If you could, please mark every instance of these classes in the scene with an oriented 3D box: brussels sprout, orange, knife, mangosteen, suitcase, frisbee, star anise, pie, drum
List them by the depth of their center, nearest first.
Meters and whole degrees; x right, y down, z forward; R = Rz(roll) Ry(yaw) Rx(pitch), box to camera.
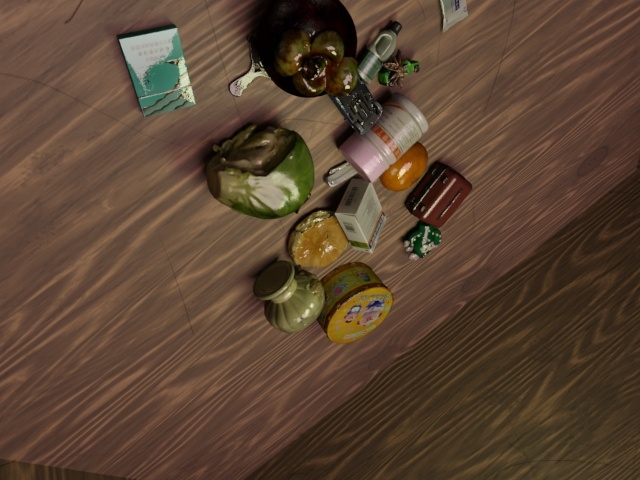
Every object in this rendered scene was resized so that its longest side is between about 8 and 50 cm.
[{"bbox_3d":[-0.029,-0.576,1.321,0.329,0.330,0.330,-20,137,-21],"label":"mangosteen"},{"bbox_3d":[-0.201,-0.569,1.428,0.210,0.012,0.188,-19,135,-22],"label":"frisbee"},{"bbox_3d":[-0.202,-0.217,1.550,0.371,0.276,0.315,-20,133,-20],"label":"brussels sprout"},{"bbox_3d":[0.280,-0.613,1.627,0.124,0.056,0.129,-47,125,-23],"label":"star anise"},{"bbox_3d":[0.134,-0.313,1.894,0.265,0.040,0.073,-30,122,-11],"label":"knife"},{"bbox_3d":[0.352,-0.330,1.934,0.240,0.171,0.240,-31,153,-18],"label":"orange"},{"bbox_3d":[0.000,0.000,2.051,0.339,0.083,0.340,-20,139,-19],"label":"pie"},{"bbox_3d":[0.593,-0.223,2.230,0.236,0.161,0.297,16,115,-46],"label":"suitcase"},{"bbox_3d":[0.163,0.336,2.386,0.430,0.214,0.431,-20,136,-20],"label":"drum"}]

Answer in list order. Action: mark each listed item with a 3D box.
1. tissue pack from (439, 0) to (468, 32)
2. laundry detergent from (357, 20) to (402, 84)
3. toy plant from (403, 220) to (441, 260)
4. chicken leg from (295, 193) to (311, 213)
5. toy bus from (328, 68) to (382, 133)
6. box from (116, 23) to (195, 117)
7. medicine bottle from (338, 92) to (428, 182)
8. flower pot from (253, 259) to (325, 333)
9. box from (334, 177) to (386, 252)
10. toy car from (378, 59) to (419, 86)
[{"bbox_3d":[0.487,-0.886,1.637,0.122,0.026,0.193,-36,140,-4],"label":"tissue pack"},{"bbox_3d":[0.210,-0.677,1.589,0.099,0.070,0.226,22,113,-45],"label":"laundry detergent"},{"bbox_3d":[0.568,0.004,2.459,0.232,0.112,0.243,-38,134,-4],"label":"toy plant"},{"bbox_3d":[-0.084,-0.195,1.836,0.093,0.053,0.205,-10,129,2],"label":"chicken leg"},{"bbox_3d":[0.102,-0.524,1.604,0.125,0.133,0.292,-47,137,1],"label":"toy bus"},{"bbox_3d":[-0.465,-0.485,1.283,0.161,0.041,0.229,-21,137,-20],"label":"box"},{"bbox_3d":[0.250,-0.405,1.766,0.316,0.202,0.202,-45,140,4],"label":"medicine bottle"},{"bbox_3d":[-0.149,0.241,2.020,0.307,0.307,0.244,-39,126,0],"label":"flower pot"},{"bbox_3d":[0.188,-0.108,2.007,0.200,0.106,0.299,-64,148,-24],"label":"box"},{"bbox_3d":[0.298,-0.645,1.689,0.165,0.071,0.063,-32,126,-8],"label":"toy car"}]
